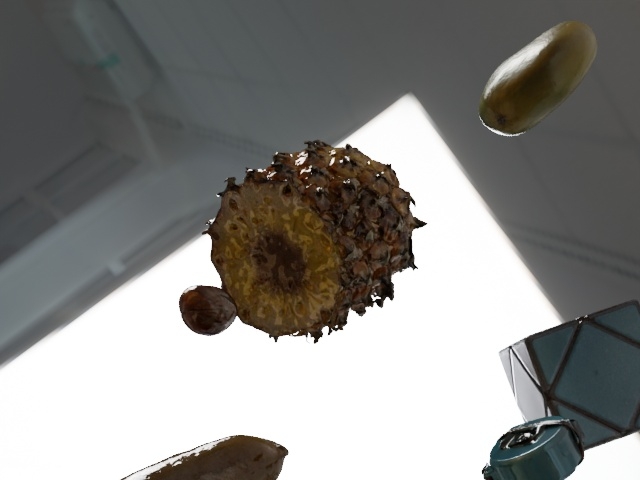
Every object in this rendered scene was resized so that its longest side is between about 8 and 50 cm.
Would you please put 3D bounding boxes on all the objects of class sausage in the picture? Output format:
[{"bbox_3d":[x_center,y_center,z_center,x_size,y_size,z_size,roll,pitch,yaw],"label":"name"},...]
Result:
[{"bbox_3d":[-0.261,0.387,1.848,0.136,0.501,0.123,-24,-90,57],"label":"sausage"}]

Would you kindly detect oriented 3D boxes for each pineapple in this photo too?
[{"bbox_3d":[0.001,-0.003,2.374,0.352,0.300,0.352,16,-65,37],"label":"pineapple"}]

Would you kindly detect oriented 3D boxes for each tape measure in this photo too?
[{"bbox_3d":[0.291,0.296,1.864,0.146,0.125,0.081,-22,-81,41],"label":"tape measure"}]

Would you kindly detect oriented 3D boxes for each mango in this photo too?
[{"bbox_3d":[0.275,-0.209,1.707,0.085,0.191,0.122,43,-8,-6],"label":"mango"}]

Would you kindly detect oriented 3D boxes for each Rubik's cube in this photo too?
[{"bbox_3d":[0.435,0.233,2.236,0.207,0.205,0.205,122,-50,-77],"label":"Rubik's cube"}]

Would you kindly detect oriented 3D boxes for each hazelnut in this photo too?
[{"bbox_3d":[-0.162,0.102,1.972,0.086,0.086,0.086,50,-11,13],"label":"hazelnut"}]
